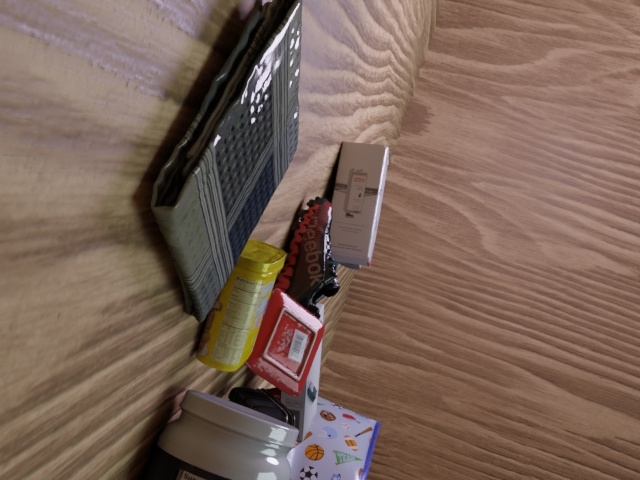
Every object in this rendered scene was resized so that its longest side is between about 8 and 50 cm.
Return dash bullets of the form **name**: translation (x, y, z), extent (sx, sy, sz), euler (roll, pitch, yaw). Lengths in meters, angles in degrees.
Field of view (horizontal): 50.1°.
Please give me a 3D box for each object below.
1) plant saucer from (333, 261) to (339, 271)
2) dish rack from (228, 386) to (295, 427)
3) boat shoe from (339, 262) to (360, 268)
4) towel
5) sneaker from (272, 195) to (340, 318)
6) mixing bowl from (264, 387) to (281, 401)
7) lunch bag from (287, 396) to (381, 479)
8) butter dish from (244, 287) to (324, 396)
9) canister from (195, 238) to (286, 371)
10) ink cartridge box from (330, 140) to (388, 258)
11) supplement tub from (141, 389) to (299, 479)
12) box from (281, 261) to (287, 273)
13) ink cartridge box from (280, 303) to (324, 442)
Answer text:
- **plant saucer**: translation (0.038, 0.011, 2.013), extent (0.317, 0.044, 0.317), euler (19, 90, -82)
- **dish rack**: translation (-0.150, 0.401, 1.207), extent (0.208, 0.074, 0.271), euler (8, -103, 69)
- **boat shoe**: translation (0.100, 0.021, 2.030), extent (0.258, 0.095, 0.084), euler (122, -15, -77)
- **towel**: translation (-0.102, -0.091, 0.798), extent (0.324, 0.056, 0.312), euler (98, 16, -64)
- **sneaker**: translation (-0.012, 0.044, 1.392), extent (0.097, 0.135, 0.275), euler (84, 25, -68)
- **mixing bowl**: translation (-0.128, 0.400, 1.504), extent (0.181, 0.098, 0.181), euler (9, 90, -79)
- **lunch bag**: translation (-0.037, 0.608, 1.863), extent (0.385, 0.328, 0.238), euler (-52, 161, -73)
- **butter dish**: translation (-0.093, 0.192, 1.290), extent (0.160, 0.118, 0.160), euler (41, 57, -33)
- **canister**: translation (-0.116, 0.092, 0.998), extent (0.126, 0.074, 0.169), euler (-39, 149, -77)
- **ink cartridge box**: translation (0.094, -0.088, 1.745), extent (0.207, 0.117, 0.282), euler (58, 42, -80)
- **supplement tub**: translation (-0.153, 0.360, 0.927), extent (0.191, 0.191, 0.272), euler (78, 32, -76)
- **box**: translation (-0.050, 0.092, 1.547), extent (0.220, 0.051, 0.175), euler (92, 19, -66)
- **ink cartridge box**: translation (-0.027, 0.261, 1.511), extent (0.239, 0.060, 0.274), euler (-50, 146, -66)
